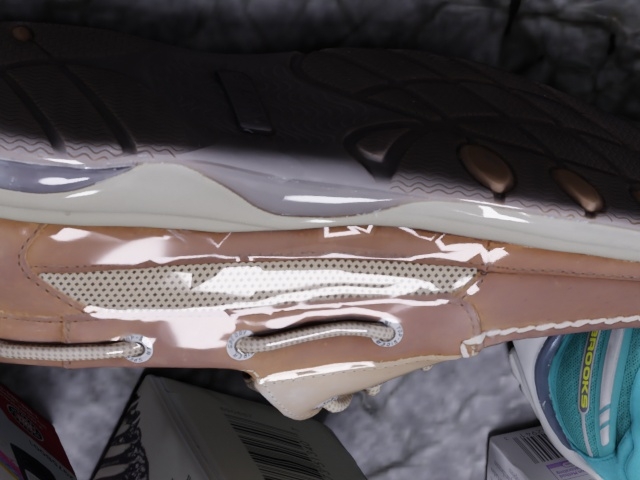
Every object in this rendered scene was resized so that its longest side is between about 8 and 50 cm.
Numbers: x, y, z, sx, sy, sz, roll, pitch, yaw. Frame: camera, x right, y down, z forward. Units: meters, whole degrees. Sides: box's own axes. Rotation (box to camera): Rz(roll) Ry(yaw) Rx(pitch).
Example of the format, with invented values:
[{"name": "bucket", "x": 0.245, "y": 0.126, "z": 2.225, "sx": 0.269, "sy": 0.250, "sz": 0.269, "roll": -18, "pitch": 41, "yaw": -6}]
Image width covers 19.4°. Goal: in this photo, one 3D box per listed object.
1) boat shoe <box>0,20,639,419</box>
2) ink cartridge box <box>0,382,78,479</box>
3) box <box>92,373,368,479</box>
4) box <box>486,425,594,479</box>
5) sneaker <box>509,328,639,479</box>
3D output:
[{"name": "boat shoe", "x": 0.000, "y": 0.000, "z": 0.688, "sx": 0.324, "sy": 0.123, "sz": 0.116, "roll": 7, "pitch": 119, "yaw": -12}, {"name": "ink cartridge box", "x": -0.135, "y": 0.099, "z": 0.641, "sx": 0.072, "sy": 0.175, "sz": 0.127, "roll": -43, "pitch": 124, "yaw": 2}, {"name": "box", "x": -0.074, "y": 0.202, "z": 0.760, "sx": 0.094, "sy": 0.113, "sz": 0.275, "roll": 19, "pitch": 105, "yaw": -29}, {"name": "box", "x": 0.233, "y": 0.099, "z": 0.866, "sx": 0.324, "sy": 0.067, "sz": 0.063, "roll": -11, "pitch": 120, "yaw": -19}, {"name": "sneaker", "x": 0.195, "y": -0.010, "z": 0.768, "sx": 0.107, "sy": 0.110, "sz": 0.275, "roll": 30, "pitch": 100, "yaw": -32}]
